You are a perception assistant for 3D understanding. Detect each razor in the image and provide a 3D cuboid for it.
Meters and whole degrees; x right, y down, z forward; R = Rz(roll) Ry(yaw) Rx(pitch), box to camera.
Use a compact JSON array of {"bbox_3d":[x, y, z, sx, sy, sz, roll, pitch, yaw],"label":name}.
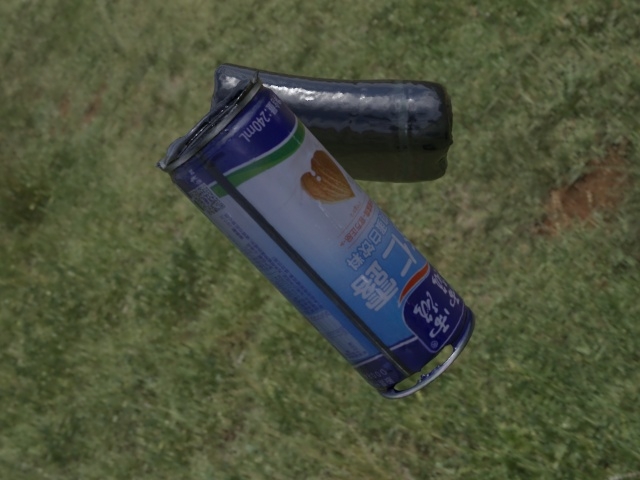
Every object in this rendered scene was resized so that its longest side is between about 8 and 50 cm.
[{"bbox_3d":[0.014,-0.161,1.455,0.349,0.204,0.113,7,70,8],"label":"razor"}]

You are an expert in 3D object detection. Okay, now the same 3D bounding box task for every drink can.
[{"bbox_3d":[0.000,0.000,0.723,0.097,0.235,0.097,-40,15,13],"label":"drink can"}]
